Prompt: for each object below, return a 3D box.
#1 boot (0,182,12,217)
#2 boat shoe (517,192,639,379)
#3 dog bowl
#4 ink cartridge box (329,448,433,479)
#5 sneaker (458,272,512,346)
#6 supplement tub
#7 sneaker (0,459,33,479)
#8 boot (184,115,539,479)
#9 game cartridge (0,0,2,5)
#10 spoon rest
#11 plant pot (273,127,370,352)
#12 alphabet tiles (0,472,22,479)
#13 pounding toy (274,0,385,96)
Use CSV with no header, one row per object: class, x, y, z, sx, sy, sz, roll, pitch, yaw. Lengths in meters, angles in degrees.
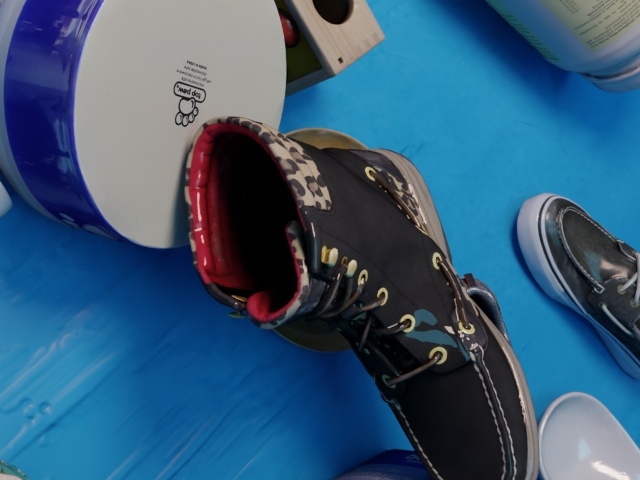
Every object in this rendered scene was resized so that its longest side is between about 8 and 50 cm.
boot,-0.371,-0.081,0.763,0.258,0.095,0.123,46,66,-12
boat shoe,0.385,0.056,1.259,0.335,0.119,0.121,43,62,-24
dog bowl,-0.147,-0.129,0.842,0.265,0.104,0.265,-29,127,-48
ink cartridge box,0.047,0.374,0.957,0.395,0.151,0.270,-17,94,-38
sneaker,0.165,0.166,1.070,0.104,0.125,0.262,-9,83,-5
supplement tub,0.305,-0.351,1.187,0.325,0.235,0.235,35,65,-27
sneaker,-0.279,0.215,0.790,0.110,0.107,0.275,-37,110,-54
boot,0.038,0.063,0.862,0.284,0.138,0.377,13,54,-56
game cartridge,-0.291,-0.233,0.856,0.198,0.062,0.297,-26,99,-40
spoon rest,0.365,0.291,1.235,0.276,0.084,0.137,37,64,-27
plant pot,0.000,0.000,1.045,0.236,0.032,0.236,5,81,-34
alphabet tiles,-0.209,0.310,0.665,0.284,0.021,0.278,-31,75,-34
pounding toy,-0.035,-0.256,0.962,0.094,0.181,0.206,-41,107,-32
